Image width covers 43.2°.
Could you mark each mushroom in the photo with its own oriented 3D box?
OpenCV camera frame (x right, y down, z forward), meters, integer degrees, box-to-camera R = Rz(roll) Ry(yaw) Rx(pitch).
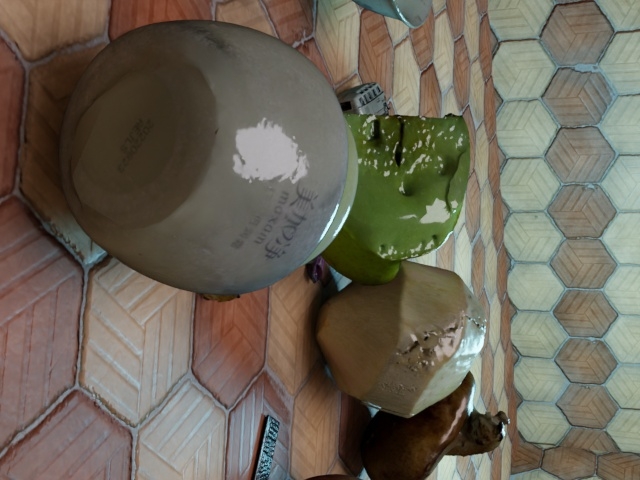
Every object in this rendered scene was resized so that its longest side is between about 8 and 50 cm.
[{"bbox_3d":[0.250,0.454,1.855,0.345,0.259,0.345,-53,171,-12],"label":"mushroom"}]

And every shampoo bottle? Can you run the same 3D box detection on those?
[{"bbox_3d":[-0.131,-0.098,0.960,0.317,0.322,0.322,14,78,-56],"label":"shampoo bottle"}]

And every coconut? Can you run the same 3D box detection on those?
[{"bbox_3d":[0.157,0.190,1.663,0.352,0.352,0.352,1,90,-67],"label":"coconut"}]

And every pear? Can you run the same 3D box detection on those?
[{"bbox_3d":[0.096,-0.073,1.496,0.238,0.342,0.318,151,-63,-67],"label":"pear"}]

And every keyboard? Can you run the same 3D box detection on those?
[{"bbox_3d":[-0.103,0.412,1.431,0.063,0.010,0.198,55,42,-57],"label":"keyboard"}]

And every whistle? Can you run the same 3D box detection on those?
[{"bbox_3d":[0.000,0.000,1.635,0.033,0.033,0.176,48,48,-58],"label":"whistle"}]

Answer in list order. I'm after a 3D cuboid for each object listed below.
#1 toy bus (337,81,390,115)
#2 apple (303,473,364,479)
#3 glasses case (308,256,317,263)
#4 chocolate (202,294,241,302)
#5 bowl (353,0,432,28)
[{"bbox_3d":[0.086,-0.291,1.768,0.194,0.087,0.089,-45,121,-57],"label":"toy bus"},{"bbox_3d":[0.041,0.584,1.446,0.345,0.269,0.345,-1,90,-67],"label":"apple"},{"bbox_3d":[-0.051,0.009,1.491,0.193,0.049,0.074,-2,89,-67],"label":"glasses case"},{"bbox_3d":[-0.122,0.005,1.294,0.219,0.086,0.085,-62,145,-50],"label":"chocolate"},{"bbox_3d":[0.087,-0.637,1.614,0.435,0.196,0.435,1,90,-68],"label":"bowl"}]
